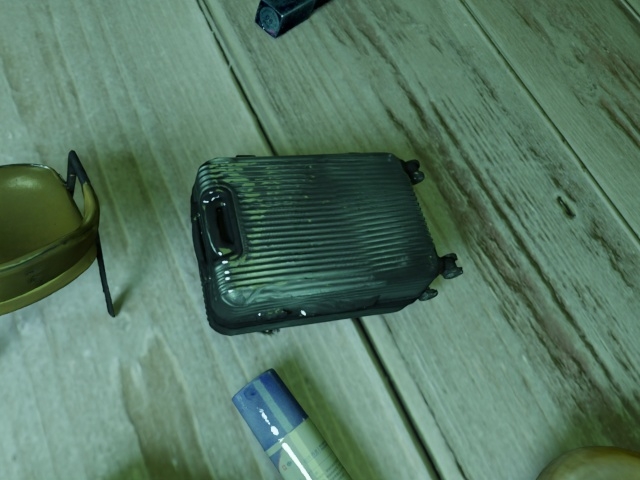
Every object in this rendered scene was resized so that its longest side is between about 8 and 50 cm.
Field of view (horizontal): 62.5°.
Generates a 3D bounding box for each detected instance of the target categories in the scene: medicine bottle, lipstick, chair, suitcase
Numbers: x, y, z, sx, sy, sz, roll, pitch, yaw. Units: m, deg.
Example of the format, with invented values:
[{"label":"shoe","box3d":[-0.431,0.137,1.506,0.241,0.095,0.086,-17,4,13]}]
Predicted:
[{"label":"medicine bottle","box3d":[-0.005,0.244,0.547,0.059,0.059,0.231,-30,74,-31]},{"label":"lipstick","box3d":[-0.002,-0.458,0.968,0.051,0.051,0.312,39,53,6]},{"label":"chair","box3d":[-0.281,0.010,0.471,0.158,0.247,0.172,-27,72,-31]},{"label":"suitcase","box3d":[0.000,0.000,0.649,0.311,0.128,0.202,-5,63,-23]}]

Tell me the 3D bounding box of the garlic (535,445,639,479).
[{"label":"garlic","box3d":[0.315,0.358,0.501,0.312,0.249,0.287,-1,77,-18]}]
